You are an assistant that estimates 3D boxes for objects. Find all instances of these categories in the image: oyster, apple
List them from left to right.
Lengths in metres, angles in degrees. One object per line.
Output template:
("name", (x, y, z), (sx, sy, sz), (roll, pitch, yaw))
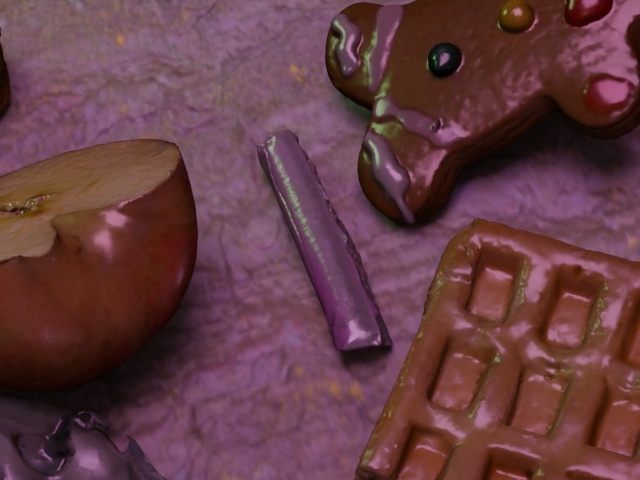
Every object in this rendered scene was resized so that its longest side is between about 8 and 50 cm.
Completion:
("oyster", (-0.247, 0.199, 1.436), (0.252, 0.087, 0.199), (-6, 43, -30))
("apple", (-0.239, 0.039, 1.520), (0.293, 0.163, 0.251), (-30, 22, -33))

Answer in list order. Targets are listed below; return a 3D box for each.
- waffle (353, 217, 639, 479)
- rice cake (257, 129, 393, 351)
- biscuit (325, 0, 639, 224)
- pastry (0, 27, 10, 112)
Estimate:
("waffle", (0.226, 0.134, 1.452), (0.348, 0.077, 0.304), (15, 57, 17))
("rice cake", (0.000, 0.000, 1.591), (0.055, 0.049, 0.270), (-26, 56, 6))
("biscuit", (0.206, -0.210, 1.612), (0.432, 0.064, 0.283), (-24, 60, 13))
("pastry", (-0.407, -0.168, 1.729), (0.188, 0.103, 0.189), (-4, 55, 5))
